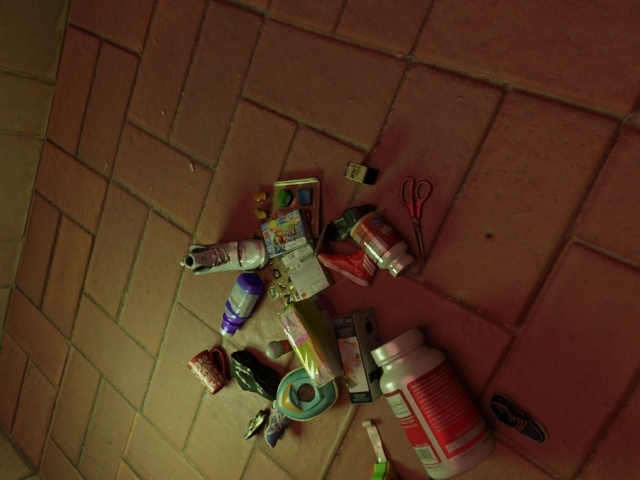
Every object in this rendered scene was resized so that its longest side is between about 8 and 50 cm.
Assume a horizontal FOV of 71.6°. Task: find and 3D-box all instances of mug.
[{"bbox_3d":[-0.478,0.566,1.930,0.169,0.113,0.150,46,115,17],"label":"mug"}]

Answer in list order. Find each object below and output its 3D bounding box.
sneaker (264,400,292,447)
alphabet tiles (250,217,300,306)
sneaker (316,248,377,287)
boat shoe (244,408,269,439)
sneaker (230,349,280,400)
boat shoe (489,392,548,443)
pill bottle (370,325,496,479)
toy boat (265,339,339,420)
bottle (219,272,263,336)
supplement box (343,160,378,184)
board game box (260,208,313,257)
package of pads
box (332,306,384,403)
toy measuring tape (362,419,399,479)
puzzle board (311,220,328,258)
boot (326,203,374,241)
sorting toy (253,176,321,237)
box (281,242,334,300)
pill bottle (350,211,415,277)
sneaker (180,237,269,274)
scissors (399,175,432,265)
[{"bbox_3d":[-0.160,0.711,1.744,0.081,0.080,0.210,11,81,22],"label":"sneaker"},{"bbox_3d":[-0.148,0.079,1.764,0.285,0.011,0.342,-36,75,28],"label":"alphabet tiles"},{"bbox_3d":[0.103,0.062,1.583,0.221,0.087,0.128,30,99,14],"label":"sneaker"},{"bbox_3d":[-0.272,0.767,1.852,0.049,0.056,0.152,45,104,27],"label":"boat shoe"},{"bbox_3d":[-0.269,0.570,1.815,0.286,0.109,0.130,31,116,39],"label":"sneaker"},{"bbox_3d":[0.578,0.536,1.309,0.183,0.083,0.065,39,111,23],"label":"boat shoe"},{"bbox_3d":[0.331,0.485,1.370,0.229,0.229,0.407,-37,74,27],"label":"pill bottle"},{"bbox_3d":[-0.095,0.518,1.666,0.268,0.148,0.318,-37,72,20],"label":"toy boat"},{"bbox_3d":[-0.335,0.272,1.835,0.118,0.092,0.282,44,115,34],"label":"bottle"},{"bbox_3d":[0.141,-0.232,1.531,0.083,0.083,0.056,25,104,29],"label":"supplement box"},{"bbox_3d":[-0.130,-0.024,1.675,0.201,0.035,0.136,-19,84,35],"label":"board game box"},{"bbox_3d":[-0.003,0.343,1.563,0.101,0.229,0.296,-40,73,26],"label":"package of pads"},{"bbox_3d":[0.143,0.388,1.516,0.087,0.169,0.289,-15,83,28],"label":"box"},{"bbox_3d":[0.201,0.801,1.532,0.122,0.121,0.329,-24,80,30],"label":"toy measuring tape"},{"bbox_3d":[0.000,0.000,1.604,0.011,0.096,0.128,21,73,-4],"label":"puzzle board"},{"bbox_3d":[0.107,-0.061,1.576,0.082,0.106,0.219,63,147,9],"label":"boot"},{"bbox_3d":[-0.140,-0.121,1.719,0.308,0.041,0.228,-1,87,30],"label":"sorting toy"},{"bbox_3d":[-0.051,0.116,1.678,0.145,0.038,0.186,-33,75,28],"label":"box"},{"bbox_3d":[0.211,0.016,1.480,0.216,0.121,0.121,49,115,19],"label":"pill bottle"},{"bbox_3d":[-0.387,0.069,1.779,0.366,0.210,0.137,-8,88,35],"label":"sneaker"},{"bbox_3d":[0.310,-0.065,1.479,0.109,0.021,0.296,6,97,28],"label":"scissors"}]
